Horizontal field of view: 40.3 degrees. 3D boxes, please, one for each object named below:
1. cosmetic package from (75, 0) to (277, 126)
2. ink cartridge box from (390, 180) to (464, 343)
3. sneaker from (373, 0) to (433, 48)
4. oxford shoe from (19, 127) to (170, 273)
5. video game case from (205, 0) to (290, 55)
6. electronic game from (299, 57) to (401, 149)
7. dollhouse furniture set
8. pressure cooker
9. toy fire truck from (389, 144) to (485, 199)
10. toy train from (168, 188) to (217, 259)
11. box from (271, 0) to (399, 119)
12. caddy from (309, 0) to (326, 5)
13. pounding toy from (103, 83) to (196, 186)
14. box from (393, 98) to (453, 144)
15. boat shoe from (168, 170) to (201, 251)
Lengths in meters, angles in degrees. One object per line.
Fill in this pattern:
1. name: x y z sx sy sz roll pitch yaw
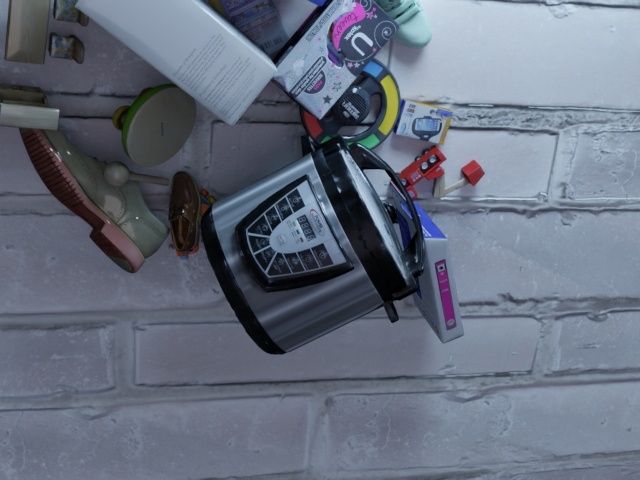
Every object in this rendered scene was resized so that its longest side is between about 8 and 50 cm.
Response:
1. cosmetic package: -0.276 -0.408 1.690 0.365 0.197 0.155 36 103 -22
2. ink cartridge box: 0.245 0.045 2.010 0.069 0.176 0.371 -22 124 -6
3. sneaker: 0.161 -0.488 1.806 0.094 0.151 0.256 -42 116 5
4. oxford shoe: -0.478 -0.121 1.849 0.146 0.140 0.397 -45 114 -25
5. video game case: -0.193 -0.450 1.811 0.212 0.023 0.193 -26 116 0
6. electronic game: 0.067 -0.297 1.922 0.229 0.048 0.229 -5 114 -11
7. dollhouse furniture set: -0.559 -0.352 1.663 0.212 0.161 0.242 1 113 -30
8. pressure cooker: 0.000 -0.001 1.847 0.420 0.376 0.370 -26 127 6
9. toy fire truck: 0.271 -0.146 2.034 0.192 0.047 0.135 -39 119 8
10. toy train: -0.283 -0.033 1.955 0.125 0.046 0.166 -7 114 -11
11. box: 0.019 -0.386 1.778 0.142 0.163 0.247 39 95 -16
12. caddy: -0.072 -0.603 1.657 0.341 0.241 0.179 27 111 -22
13. pounding toy: -0.368 -0.233 1.803 0.183 0.110 0.237 -10 131 -55
14. box: 0.227 -0.271 1.982 0.136 0.028 0.081 9 110 -18
15. boat shoe: -0.299 -0.061 1.898 0.064 0.060 0.178 3 104 14
